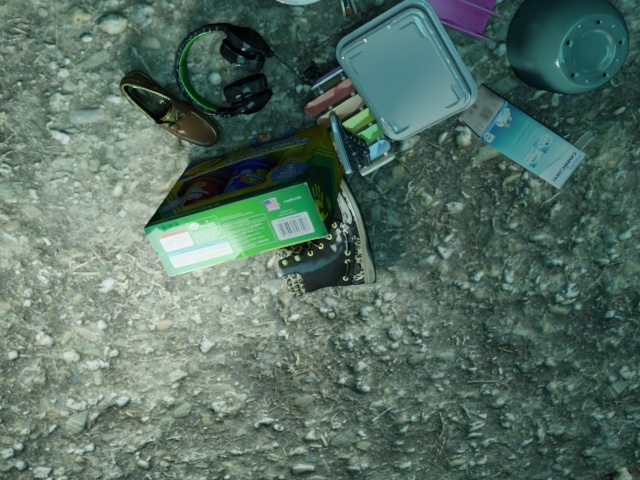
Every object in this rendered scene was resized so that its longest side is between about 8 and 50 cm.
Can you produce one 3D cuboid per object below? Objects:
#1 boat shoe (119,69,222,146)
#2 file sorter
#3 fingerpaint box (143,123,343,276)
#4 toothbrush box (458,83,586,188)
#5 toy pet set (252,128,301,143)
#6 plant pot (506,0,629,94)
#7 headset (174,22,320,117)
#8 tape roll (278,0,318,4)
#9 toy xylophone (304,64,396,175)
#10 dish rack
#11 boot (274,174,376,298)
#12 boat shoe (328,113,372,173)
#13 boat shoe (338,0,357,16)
[{"bbox_3d":[-0.413,-0.343,1.850,0.307,0.104,0.111,29,109,-17],"label":"boat shoe"},{"bbox_3d":[0.404,-0.681,1.734,0.202,0.182,0.291,16,112,-13],"label":"file sorter"},{"bbox_3d":[-0.187,-0.116,1.782,0.444,0.371,0.163,-14,118,17],"label":"fingerpaint box"},{"bbox_3d":[0.565,-0.297,1.909,0.295,0.216,0.126,26,110,-18],"label":"toothbrush box"},{"bbox_3d":[-0.112,-0.281,1.948,0.114,0.065,0.122,-22,117,44],"label":"toy pet set"},{"bbox_3d":[0.677,-0.525,1.805,0.292,0.235,0.293,-2,114,-5],"label":"plant pot"},{"bbox_3d":[-0.198,-0.442,1.783,0.394,0.185,0.244,2,115,6],"label":"headset"},{"bbox_3d":[-0.050,-0.735,1.681,0.286,0.100,0.286,2,108,5],"label":"tape roll"},{"bbox_3d":[0.114,-0.359,1.909,0.236,0.081,0.323,-38,113,11],"label":"toy xylophone"},{"bbox_3d":[0.221,-0.425,1.760,0.285,0.072,0.333,-24,116,28],"label":"dish rack"},{"bbox_3d":[0.000,0.000,2.039,0.284,0.138,0.378,-16,121,2],"label":"boot"},{"bbox_3d":[0.083,-0.277,1.866,0.083,0.065,0.183,-19,123,4],"label":"boat shoe"},{"bbox_3d":[0.066,-0.662,1.783,0.043,0.049,0.137,-15,114,-6],"label":"boat shoe"}]
